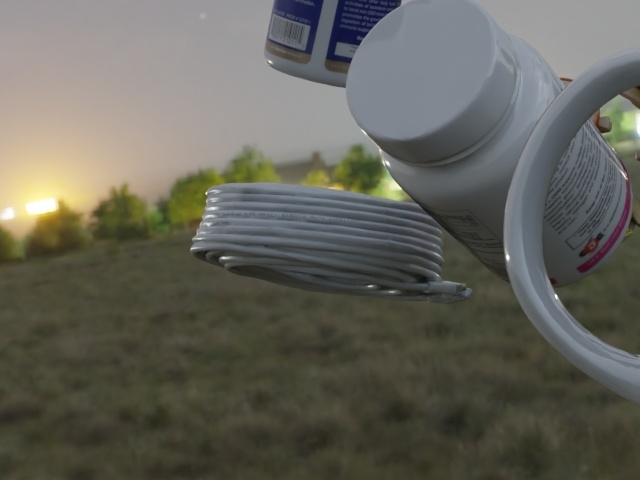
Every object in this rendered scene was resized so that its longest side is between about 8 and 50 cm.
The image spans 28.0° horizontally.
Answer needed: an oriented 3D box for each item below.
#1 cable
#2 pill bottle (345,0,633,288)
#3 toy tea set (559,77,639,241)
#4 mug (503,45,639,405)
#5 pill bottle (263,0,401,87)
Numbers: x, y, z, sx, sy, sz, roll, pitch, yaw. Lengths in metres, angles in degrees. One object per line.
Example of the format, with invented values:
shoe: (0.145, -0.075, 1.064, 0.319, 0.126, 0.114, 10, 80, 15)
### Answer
cable: (0.000, 0.000, 1.318, 0.257, 0.089, 0.257, 15, -9, -40)
pill bottle: (0.149, -0.080, 1.106, 0.160, 0.160, 0.283, -9, -29, 30)
toy tea set: (0.377, -0.149, 1.459, 0.336, 0.200, 0.124, -32, -30, -6)
mug: (0.292, 0.014, 0.755, 0.374, 0.328, 0.276, 21, 5, 18)
pill bottle: (0.029, -0.326, 1.542, 0.153, 0.264, 0.153, 12, 15, -3)
